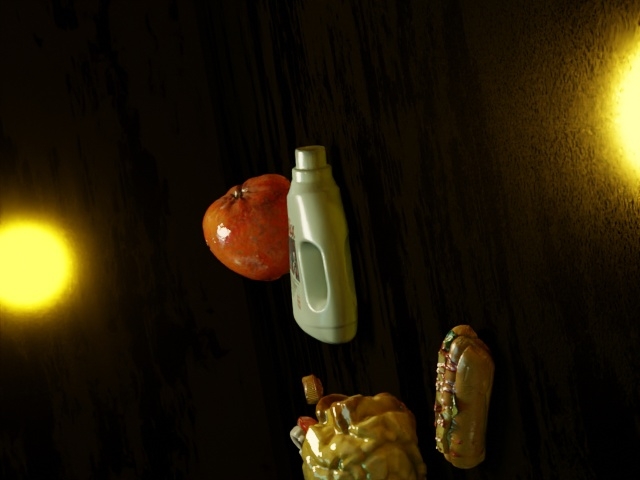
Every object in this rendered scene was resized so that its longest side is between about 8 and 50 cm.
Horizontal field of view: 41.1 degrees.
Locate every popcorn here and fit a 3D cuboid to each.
[{"bbox_3d":[0.080,0.426,1.606,0.265,0.225,0.332,38,148,65],"label":"popcorn"}]

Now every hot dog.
[{"bbox_3d":[0.198,0.236,1.230,0.104,0.076,0.250,-117,23,-51],"label":"hot dog"}]

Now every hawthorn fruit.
[{"bbox_3d":[-0.136,-0.009,2.187,0.307,0.276,0.276,53,172,-12],"label":"hawthorn fruit"}]

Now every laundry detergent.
[{"bbox_3d":[0.000,0.000,1.835,0.264,0.125,0.397,-133,37,-70],"label":"laundry detergent"}]

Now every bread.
[{"bbox_3d":[-0.018,0.417,2.394,0.085,0.053,0.085,166,90,-89],"label":"bread"}]

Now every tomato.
[{"bbox_3d":[-0.016,0.584,2.475,0.155,0.069,0.155,173,90,-76],"label":"tomato"}]

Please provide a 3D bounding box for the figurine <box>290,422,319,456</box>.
[{"bbox_3d":[0.048,0.510,1.859,0.308,0.308,0.143,96,-159,-51],"label":"figurine"}]
